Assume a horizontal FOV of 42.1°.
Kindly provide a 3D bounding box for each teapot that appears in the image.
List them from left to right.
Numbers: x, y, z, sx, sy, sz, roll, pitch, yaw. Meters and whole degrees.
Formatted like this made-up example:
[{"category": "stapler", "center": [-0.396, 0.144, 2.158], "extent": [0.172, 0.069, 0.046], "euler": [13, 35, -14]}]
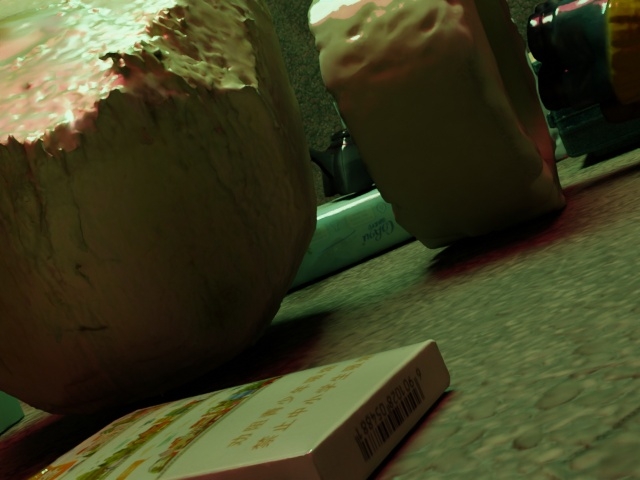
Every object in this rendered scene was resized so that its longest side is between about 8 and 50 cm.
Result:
[{"category": "teapot", "center": [0.061, -0.121, 1.111], "extent": [0.177, 0.096, 0.087], "euler": [-18, 6, -19]}]

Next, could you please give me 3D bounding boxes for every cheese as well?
[{"category": "cheese", "center": [0.129, -0.145, 0.840], "extent": [0.153, 0.332, 0.292], "euler": [-21, 31, 24]}]

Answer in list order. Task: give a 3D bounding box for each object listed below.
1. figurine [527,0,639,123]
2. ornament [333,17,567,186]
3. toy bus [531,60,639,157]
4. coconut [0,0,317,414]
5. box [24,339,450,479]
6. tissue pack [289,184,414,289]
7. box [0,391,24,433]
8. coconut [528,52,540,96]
[{"category": "figurine", "center": [0.371, -0.199, 0.793], "extent": [0.332, 0.185, 0.204], "euler": [-12, 20, 18]}, {"category": "ornament", "center": [0.208, -0.189, 1.375], "extent": [0.239, 0.239, 0.240], "euler": [-24, 4, -24]}, {"category": "toy bus", "center": [0.395, -0.209, 1.167], "extent": [0.138, 0.167, 0.275], "euler": [-21, -1, 24]}, {"category": "coconut", "center": [-0.196, -0.032, 0.748], "extent": [0.404, 0.405, 0.404], "euler": [-22, 4, 2]}, {"category": "box", "center": [-0.057, 0.102, 0.405], "extent": [0.220, 0.032, 0.122], "euler": [-19, 5, 33]}, {"category": "tissue pack", "center": [0.000, 0.000, 1.126], "extent": [0.263, 0.089, 0.177], "euler": [-21, 6, -6]}, {"category": "box", "center": [-0.456, 0.181, 0.893], "extent": [0.225, 0.130, 0.086], "euler": [-22, 3, 3]}, {"category": "coconut", "center": [0.456, -0.282, 1.580], "extent": [0.202, 0.202, 0.222], "euler": [-24, 2, -24]}]
